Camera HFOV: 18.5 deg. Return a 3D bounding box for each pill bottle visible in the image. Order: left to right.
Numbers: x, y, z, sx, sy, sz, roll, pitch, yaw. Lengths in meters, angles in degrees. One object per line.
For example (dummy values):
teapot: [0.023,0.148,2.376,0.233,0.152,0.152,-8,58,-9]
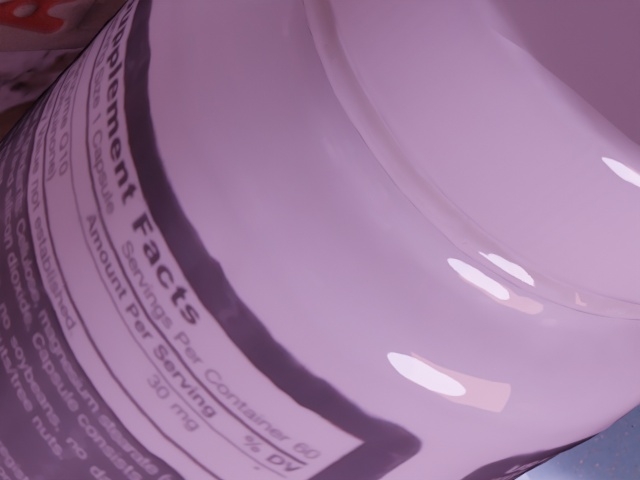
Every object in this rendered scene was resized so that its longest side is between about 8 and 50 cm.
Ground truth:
pill bottle: [0.000,0.000,0.654,0.204,0.204,0.361,-4,156,-39]

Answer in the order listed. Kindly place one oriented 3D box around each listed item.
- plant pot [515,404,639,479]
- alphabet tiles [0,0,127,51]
plant pot: [0.088,0.057,0.901,0.293,0.293,0.196,-29,140,25]
alphabet tiles: [0.019,-0.115,0.706,0.278,0.021,0.284,-6,157,-34]
